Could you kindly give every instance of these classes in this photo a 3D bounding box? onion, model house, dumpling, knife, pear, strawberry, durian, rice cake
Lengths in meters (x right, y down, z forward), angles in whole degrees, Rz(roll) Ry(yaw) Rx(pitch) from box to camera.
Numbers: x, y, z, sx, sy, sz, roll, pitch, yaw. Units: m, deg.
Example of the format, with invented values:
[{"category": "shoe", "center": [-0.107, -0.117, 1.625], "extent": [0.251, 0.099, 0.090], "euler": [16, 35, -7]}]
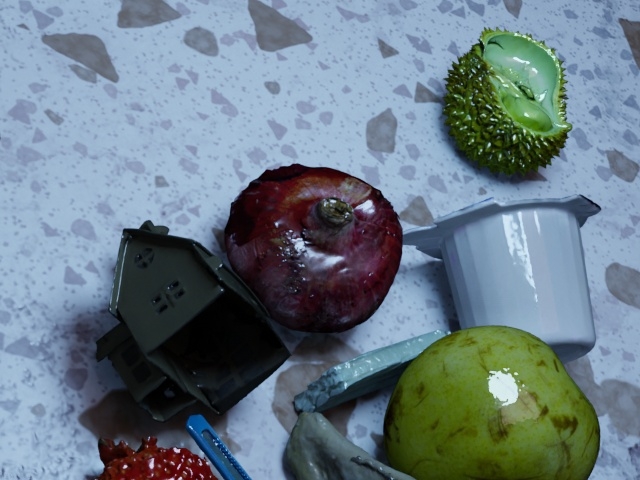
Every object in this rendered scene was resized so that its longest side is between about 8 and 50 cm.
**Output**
[{"category": "onion", "center": [0.000, 0.000, 1.868], "extent": [0.252, 0.219, 0.252], "euler": [8, 59, -14]}, {"category": "model house", "center": [-0.195, 0.082, 1.735], "extent": [0.204, 0.211, 0.243], "euler": [-38, 51, 1]}, {"category": "dumpling", "center": [0.075, 0.347, 1.703], "extent": [0.332, 0.166, 0.086], "euler": [29, 8, 39]}, {"category": "knife", "center": [-0.072, 0.334, 1.690], "extent": [0.296, 0.026, 0.044], "euler": [53, 44, 0]}, {"category": "pear", "center": [0.217, 0.248, 1.784], "extent": [0.283, 0.283, 0.283], "euler": [14, 52, -19]}, {"category": "strawberry", "center": [-0.186, 0.339, 1.601], "extent": [0.174, 0.098, 0.228], "euler": [6, 54, -24]}, {"category": "durian", "center": [0.296, -0.215, 2.212], "extent": [0.200, 0.176, 0.237], "euler": [7, 59, -36]}, {"category": "rice cake", "center": [0.076, 0.177, 1.853], "extent": [0.211, 0.124, 0.038], "euler": [-14, 69, -41]}]

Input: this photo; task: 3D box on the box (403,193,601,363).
[{"category": "box", "center": [0.265, 0.073, 1.960], "extent": [0.291, 0.262, 0.206], "euler": [-3, 69, -21]}]
